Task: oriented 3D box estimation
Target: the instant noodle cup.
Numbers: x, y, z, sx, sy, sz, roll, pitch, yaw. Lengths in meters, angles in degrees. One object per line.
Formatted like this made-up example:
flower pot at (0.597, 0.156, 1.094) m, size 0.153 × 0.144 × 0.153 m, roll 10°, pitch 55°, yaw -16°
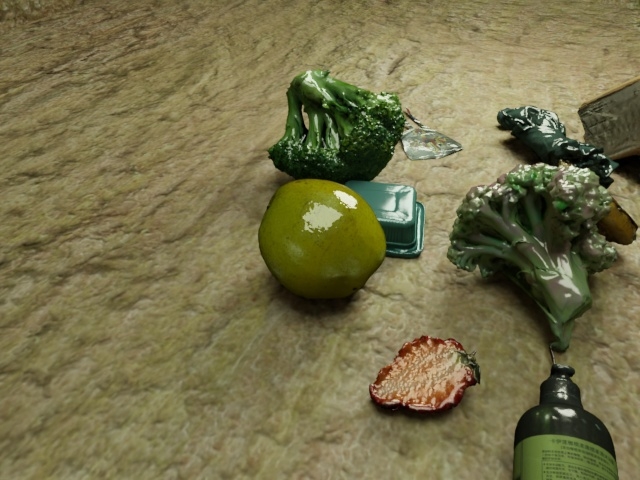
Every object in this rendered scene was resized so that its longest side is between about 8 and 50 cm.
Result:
instant noodle cup at (0.103, -0.048, 0.892) m, size 0.179 × 0.070 × 0.157 m, roll 7°, pitch 42°, yaw 7°

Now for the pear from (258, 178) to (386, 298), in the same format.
pear at (0.000, 0.000, 0.755) m, size 0.198 × 0.198 × 0.198 m, roll 0°, pitch 40°, yaw 0°

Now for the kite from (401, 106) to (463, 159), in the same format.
kite at (0.230, -0.264, 1.185) m, size 0.141 × 0.015 × 0.245 m, roll -12°, pitch 42°, yaw -17°

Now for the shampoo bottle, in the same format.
shampoo bottle at (0.253, 0.251, 0.510) m, size 0.101 × 0.101 × 0.284 m, roll 12°, pitch 42°, yaw 14°

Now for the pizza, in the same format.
pizza at (0.457, -0.071, 0.873) m, size 0.069 × 0.147 × 0.226 m, roll -44°, pitch 27°, yaw 15°

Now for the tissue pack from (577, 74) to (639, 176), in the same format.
tissue pack at (0.756, -0.250, 1.036) m, size 0.305 × 0.239 × 0.239 m, roll -18°, pitch 43°, yaw -20°

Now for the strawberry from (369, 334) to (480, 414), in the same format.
strawberry at (0.136, 0.179, 0.641) m, size 0.152 × 0.048 × 0.104 m, roll -19°, pitch 49°, yaw -1°

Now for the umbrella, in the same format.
umbrella at (0.492, -0.224, 1.064) m, size 0.094 × 0.143 × 0.349 m, roll -44°, pitch 30°, yaw 17°

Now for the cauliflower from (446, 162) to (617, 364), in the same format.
cauliflower at (0.338, 0.023, 0.732) m, size 0.256 × 0.239 × 0.316 m, roll 22°, pitch 49°, yaw -36°

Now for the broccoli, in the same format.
broccoli at (0.033, -0.218, 0.974) m, size 0.261 × 0.269 × 0.242 m, roll -32°, pitch 91°, yaw -30°
